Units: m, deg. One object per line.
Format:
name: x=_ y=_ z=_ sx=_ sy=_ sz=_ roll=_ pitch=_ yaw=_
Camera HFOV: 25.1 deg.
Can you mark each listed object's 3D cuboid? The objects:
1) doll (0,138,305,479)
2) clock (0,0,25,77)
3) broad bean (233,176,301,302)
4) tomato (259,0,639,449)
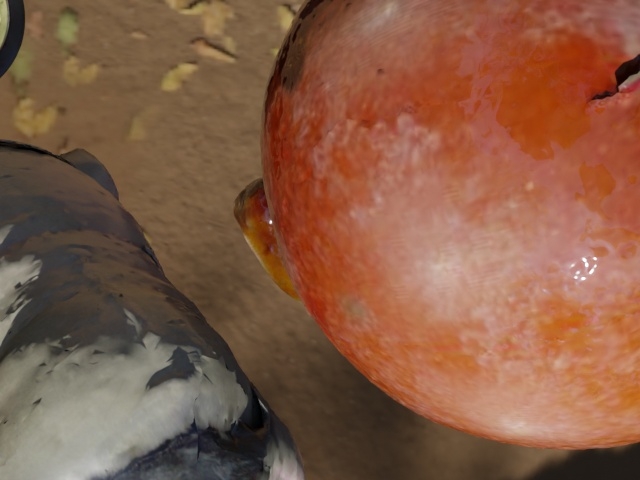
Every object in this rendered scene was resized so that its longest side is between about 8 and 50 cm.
doll: x=-0.091 y=0.033 z=0.419 sx=0.149 sy=0.192 sz=0.095 roll=-18 pitch=134 yaw=-38
clock: x=-0.455 y=-0.202 z=1.272 sx=0.379 sy=0.120 sz=0.277 roll=-25 pitch=96 yaw=-27
broad bean: x=0.000 y=0.000 z=1.320 sx=0.114 sy=0.084 sz=0.165 roll=-45 pitch=102 yaw=-1
tomato: x=0.097 y=-0.034 z=0.651 sx=0.264 sy=0.265 sz=0.265 roll=-7 pitch=103 yaw=-33
